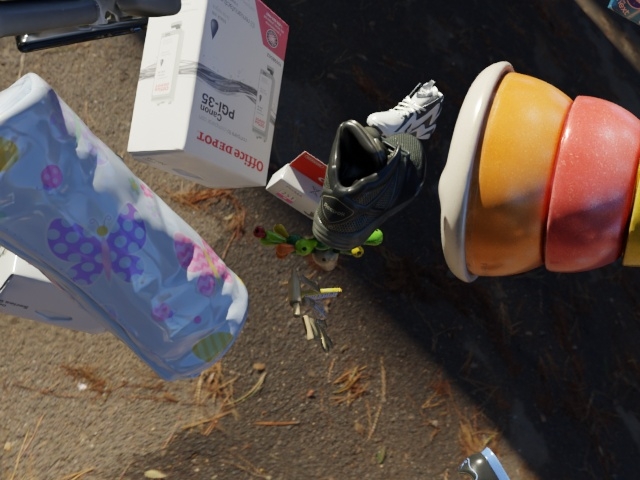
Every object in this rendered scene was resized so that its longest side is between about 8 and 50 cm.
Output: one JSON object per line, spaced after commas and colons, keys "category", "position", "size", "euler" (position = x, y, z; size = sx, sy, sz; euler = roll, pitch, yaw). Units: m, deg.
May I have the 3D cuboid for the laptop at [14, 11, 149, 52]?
{"category": "laptop", "position": [-0.429, -0.474, 1.237], "size": [0.407, 0.236, 0.382], "euler": [-18, 58, -17]}

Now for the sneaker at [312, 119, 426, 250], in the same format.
{"category": "sneaker", "position": [0.076, -0.096, 0.685], "size": [0.087, 0.130, 0.227], "euler": [31, 46, 19]}

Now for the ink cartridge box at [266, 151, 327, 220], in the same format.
{"category": "ink cartridge box", "position": [0.007, -0.123, 1.625], "size": [0.275, 0.239, 0.060], "euler": [32, 70, -16]}

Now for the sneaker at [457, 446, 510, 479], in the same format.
{"category": "sneaker", "position": [0.383, 0.564, 1.205], "size": [0.090, 0.081, 0.232], "euler": [-30, 64, -2]}

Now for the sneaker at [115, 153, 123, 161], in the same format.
{"category": "sneaker", "position": [-0.573, -0.077, 1.344], "size": [0.123, 0.295, 0.179], "euler": [24, 55, -46]}

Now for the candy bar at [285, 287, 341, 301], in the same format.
{"category": "candy bar", "position": [-0.016, 0.150, 1.574], "size": [0.161, 0.040, 0.018], "euler": [-2, 54, -19]}

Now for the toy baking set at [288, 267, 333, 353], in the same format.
{"category": "toy baking set", "position": [-0.028, 0.165, 1.394], "size": [0.256, 0.030, 0.197], "euler": [-100, 163, -49]}

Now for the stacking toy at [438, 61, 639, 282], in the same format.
{"category": "stacking toy", "position": [0.442, -0.068, 0.838], "size": [0.479, 0.351, 0.351], "euler": [12, 44, 25]}

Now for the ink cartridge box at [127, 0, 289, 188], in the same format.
{"category": "ink cartridge box", "position": [-0.164, -0.239, 0.885], "size": [0.207, 0.117, 0.283], "euler": [18, 77, -59]}

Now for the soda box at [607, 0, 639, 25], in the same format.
{"category": "soda box", "position": [0.506, -0.376, 0.799], "size": [0.210, 0.067, 0.071], "euler": [-32, 60, -22]}

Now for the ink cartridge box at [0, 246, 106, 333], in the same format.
{"category": "ink cartridge box", "position": [-0.460, 0.003, 1.053], "size": [0.211, 0.121, 0.289], "euler": [22, 42, -38]}

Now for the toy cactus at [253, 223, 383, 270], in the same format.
{"category": "toy cactus", "position": [0.000, 0.000, 1.024], "size": [0.218, 0.180, 0.112], "euler": [-10, 66, 2]}

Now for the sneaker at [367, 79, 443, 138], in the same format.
{"category": "sneaker", "position": [0.230, -0.342, 1.457], "size": [0.234, 0.153, 0.094], "euler": [-1, 40, -36]}

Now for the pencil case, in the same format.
{"category": "pencil case", "position": [-0.174, 0.002, 0.457], "size": [0.273, 0.113, 0.124], "euler": [50, 25, -37]}

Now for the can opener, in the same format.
{"category": "can opener", "position": [-0.245, -0.258, 0.584], "size": [0.280, 0.093, 0.074], "euler": [-52, 142, -59]}
